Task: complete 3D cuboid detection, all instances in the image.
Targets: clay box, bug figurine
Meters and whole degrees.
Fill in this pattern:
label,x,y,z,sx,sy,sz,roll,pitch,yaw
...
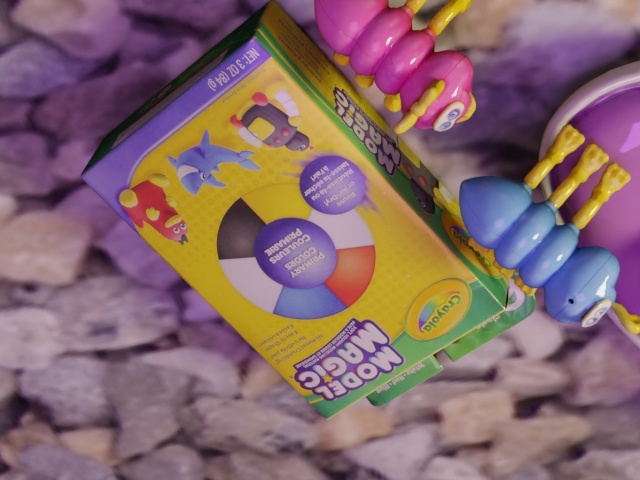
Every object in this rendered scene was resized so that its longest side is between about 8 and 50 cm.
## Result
label,x,y,z,sx,sy,sz,roll,pitch,yaw
clay box,0.000,0.000,0.757,0.127,0.053,0.222,-35,109,27
bug figurine,0.107,-0.093,0.634,0.216,0.072,0.279,38,125,9

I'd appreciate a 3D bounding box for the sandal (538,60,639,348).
label,x,y,z,sx,sy,sz,roll,pitch,yaw
sandal,0.270,0.076,0.726,0.169,0.102,0.416,-35,109,25
